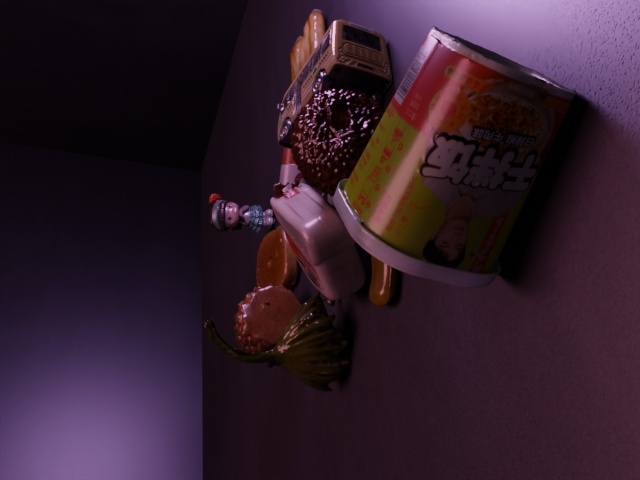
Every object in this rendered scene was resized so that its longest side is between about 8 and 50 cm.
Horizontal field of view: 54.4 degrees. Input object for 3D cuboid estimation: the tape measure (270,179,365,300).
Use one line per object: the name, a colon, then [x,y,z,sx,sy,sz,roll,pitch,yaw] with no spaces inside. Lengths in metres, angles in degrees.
tape measure: [0.000,0.000,1.508,0.258,0.130,0.265,42,159,57]

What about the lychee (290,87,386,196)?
lychee: [0.053,-0.205,1.410,0.271,0.271,0.271,-173,90,-71]

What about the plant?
plant: [-0.100,0.271,1.550,0.180,0.333,0.251,143,116,-82]

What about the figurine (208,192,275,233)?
figurine: [-0.296,-0.095,2.323,0.110,0.245,0.138,124,147,-54]

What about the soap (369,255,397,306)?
soap: [0.136,0.072,1.346,0.089,0.045,0.140,163,113,-66]

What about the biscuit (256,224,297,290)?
biscuit: [-0.143,0.106,2.099,0.344,0.057,0.287,140,128,-62]

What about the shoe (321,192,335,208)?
shoe: [0.053,-0.109,1.570,0.180,0.092,0.089,161,114,-69]

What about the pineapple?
pineapple: [-0.169,0.290,1.943,0.357,0.222,0.223,109,160,-61]

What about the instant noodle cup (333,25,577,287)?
instant noodle cup: [0.201,-0.131,0.944,0.294,0.293,0.308,-114,43,-56]

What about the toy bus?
toy bus: [0.025,-0.375,1.600,0.365,0.177,0.202,-41,44,53]

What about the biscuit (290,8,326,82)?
biscuit: [-0.037,-0.573,2.027,0.237,0.062,0.291,131,141,-57]

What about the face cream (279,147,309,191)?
face cream: [-0.080,-0.209,1.977,0.096,0.095,0.214,173,104,-70]
